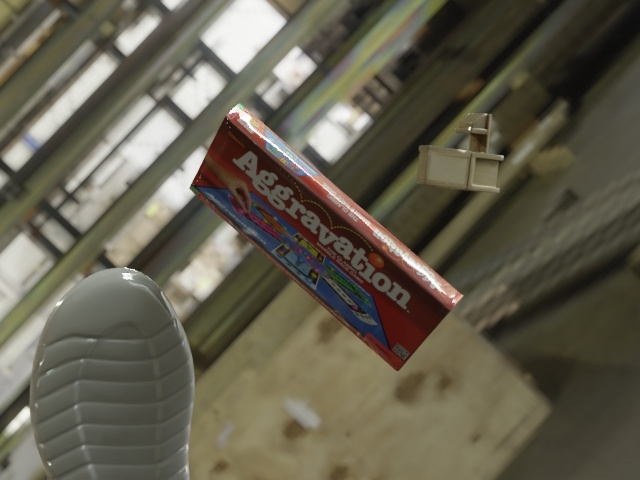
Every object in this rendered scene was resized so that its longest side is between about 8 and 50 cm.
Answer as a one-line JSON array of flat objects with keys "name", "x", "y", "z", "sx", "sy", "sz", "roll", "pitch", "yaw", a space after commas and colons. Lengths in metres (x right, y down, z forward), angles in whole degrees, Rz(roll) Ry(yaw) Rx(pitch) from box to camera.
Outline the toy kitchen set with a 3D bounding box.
[{"name": "toy kitchen set", "x": 0.108, "y": -0.080, "z": 1.482, "sx": 0.083, "sy": 0.075, "sz": 0.068, "roll": -171, "pitch": 87, "yaw": -65}]

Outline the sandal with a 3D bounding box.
[{"name": "sandal", "x": -0.215, "y": 0.215, "z": 1.786, "sx": 0.169, "sy": 0.416, "sz": 0.102, "roll": -12, "pitch": 24, "yaw": -17}]

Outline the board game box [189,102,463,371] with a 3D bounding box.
[{"name": "board game box", "x": 0.000, "y": 0.000, "z": 1.671, "sx": 0.027, "sy": 0.281, "sz": 0.145, "roll": -46, "pitch": -6, "yaw": -34}]
